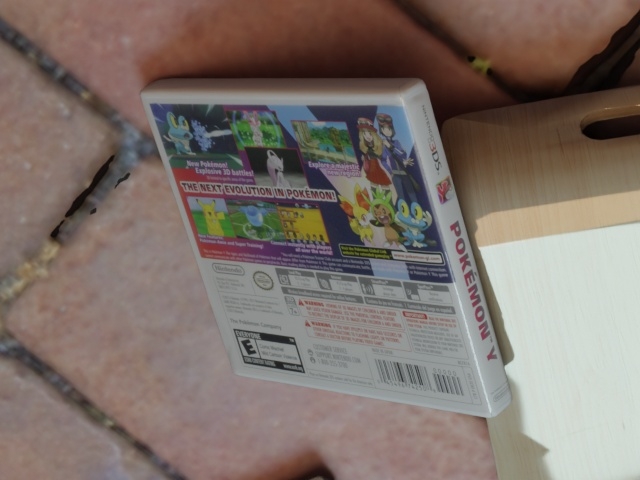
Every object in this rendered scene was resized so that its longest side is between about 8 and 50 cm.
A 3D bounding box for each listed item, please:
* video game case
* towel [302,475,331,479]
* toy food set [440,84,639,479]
[{"bbox_3d":[0.000,0.000,0.989,0.201,0.023,0.183,5,120,46],"label":"video game case"},{"bbox_3d":[-0.048,0.335,1.187,0.312,0.056,0.324,-25,108,20],"label":"towel"},{"bbox_3d":[0.197,0.059,1.010,0.219,0.092,0.306,-9,118,9],"label":"toy food set"}]
